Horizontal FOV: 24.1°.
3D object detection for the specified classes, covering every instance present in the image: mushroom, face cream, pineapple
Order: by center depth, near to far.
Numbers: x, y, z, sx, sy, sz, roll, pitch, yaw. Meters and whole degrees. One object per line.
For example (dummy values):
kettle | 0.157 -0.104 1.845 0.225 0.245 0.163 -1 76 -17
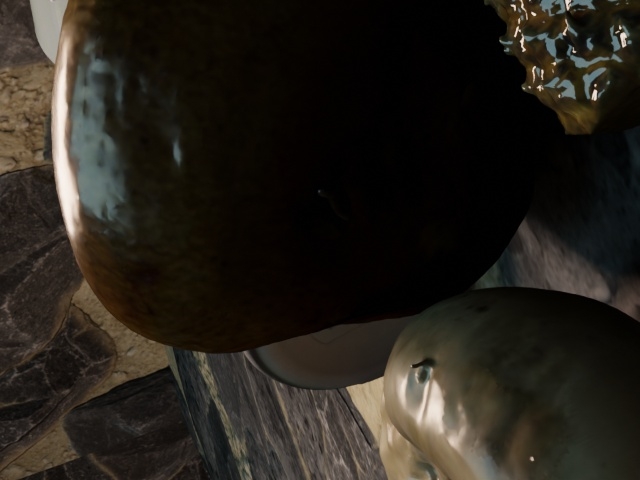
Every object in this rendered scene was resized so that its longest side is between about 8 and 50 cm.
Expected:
pineapple | 0.097 -0.160 0.605 0.111 0.119 0.237 -46 64 51
mushroom | 0.080 0.175 0.746 0.292 0.290 0.293 157 90 -80
mushroom | -0.030 -0.083 0.829 0.259 0.345 0.345 10 126 34
face cream | 0.000 0.000 1.097 0.153 0.177 0.177 -122 18 -46

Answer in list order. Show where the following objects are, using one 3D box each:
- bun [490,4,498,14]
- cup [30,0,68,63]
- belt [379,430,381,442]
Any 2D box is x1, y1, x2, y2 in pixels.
bun | 0.105 -0.134 0.700 0.115 0.069 0.115 160 90 -79
cup | -0.183 -0.316 1.372 0.312 0.205 0.205 88 159 -51
belt | 0.105 0.203 1.174 0.151 0.078 0.198 -117 13 -51
